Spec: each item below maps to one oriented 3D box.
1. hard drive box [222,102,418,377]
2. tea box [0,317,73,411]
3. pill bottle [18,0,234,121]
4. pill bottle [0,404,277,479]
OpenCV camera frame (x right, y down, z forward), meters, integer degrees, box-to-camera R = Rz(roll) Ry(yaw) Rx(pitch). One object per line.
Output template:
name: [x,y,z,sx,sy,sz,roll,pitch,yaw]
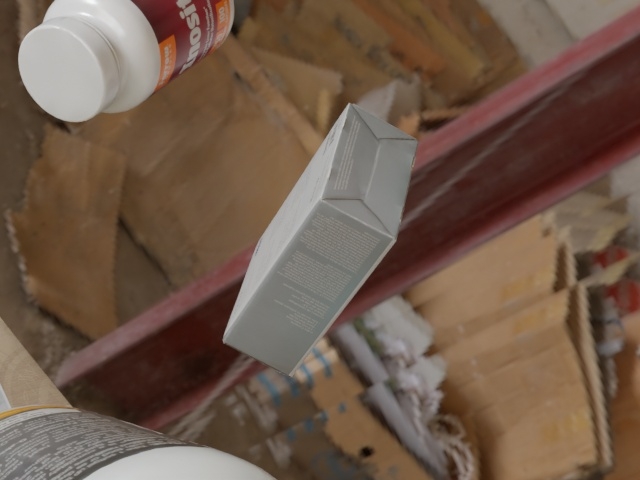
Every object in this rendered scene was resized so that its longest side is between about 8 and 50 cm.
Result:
hard drive box: [0.000,0.000,1.382,0.089,0.232,0.181,29,39,-9]
tea box: [-0.422,0.282,1.218,0.220,0.323,0.329,45,35,22]
pill bottle: [-0.127,-0.136,0.858,0.086,0.086,0.152,55,38,-10]
pill bottle: [-0.089,0.166,0.586,0.162,0.278,0.162,0,90,-30]
